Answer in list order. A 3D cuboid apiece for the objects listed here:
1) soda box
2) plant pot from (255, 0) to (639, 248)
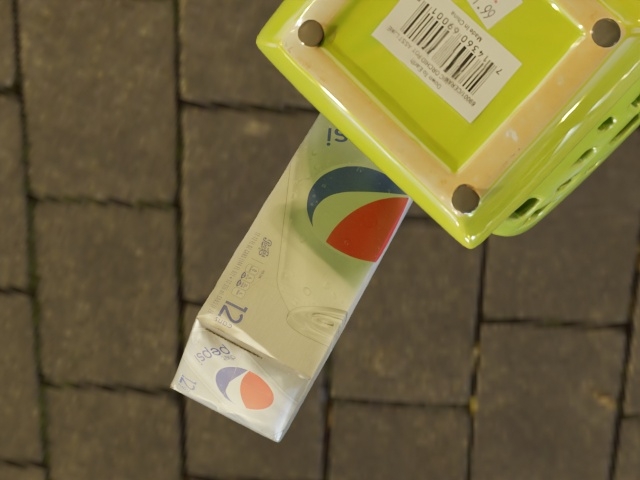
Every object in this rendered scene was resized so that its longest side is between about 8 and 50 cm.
[{"bbox_3d":[0.000,0.000,1.416,0.091,0.286,0.098,28,142,3],"label":"soda box"},{"bbox_3d":[0.106,-0.138,1.258,0.228,0.207,0.227,44,111,5],"label":"plant pot"}]
